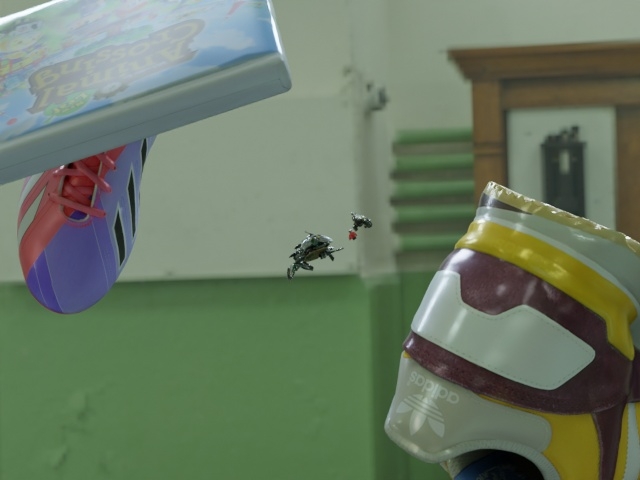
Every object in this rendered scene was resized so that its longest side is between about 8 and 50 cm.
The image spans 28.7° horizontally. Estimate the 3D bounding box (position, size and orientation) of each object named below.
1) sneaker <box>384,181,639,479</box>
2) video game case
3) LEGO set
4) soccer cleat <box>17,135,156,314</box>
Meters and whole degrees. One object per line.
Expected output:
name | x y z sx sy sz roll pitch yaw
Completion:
sneaker | 0.077 0.055 0.387 0.070 0.084 0.185 27 -8 42
video game case | -0.128 -0.104 0.720 0.212 0.023 0.193 -18 34 3
LEGO set | 0.002 0.000 1.024 0.083 0.023 0.054 -31 -21 -2
soccer cleat | -0.142 -0.074 0.834 0.083 0.248 0.095 19 -17 -7
